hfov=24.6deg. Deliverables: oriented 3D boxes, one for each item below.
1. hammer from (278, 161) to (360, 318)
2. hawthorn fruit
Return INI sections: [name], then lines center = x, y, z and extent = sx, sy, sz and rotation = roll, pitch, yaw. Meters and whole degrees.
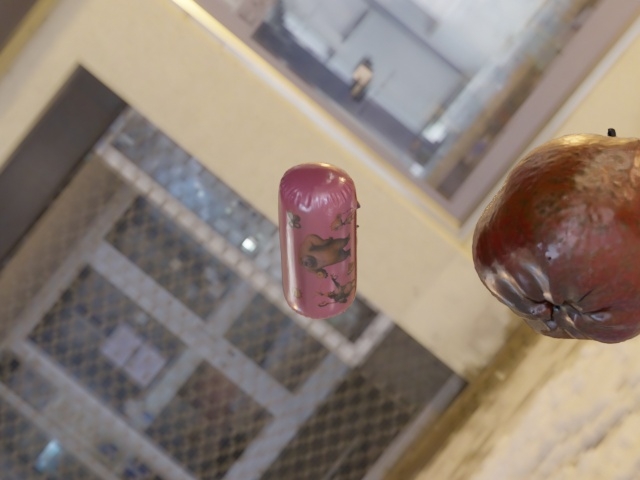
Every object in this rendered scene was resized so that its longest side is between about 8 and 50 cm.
[hammer]
center = 0.000, 0.000, 0.728
extent = 0.043, 0.043, 0.083
rotation = -52, -31, -47
[hawthorn fruit]
center = 0.205, -0.016, 1.111
extent = 0.157, 0.157, 0.194
rotation = -49, 9, 51
